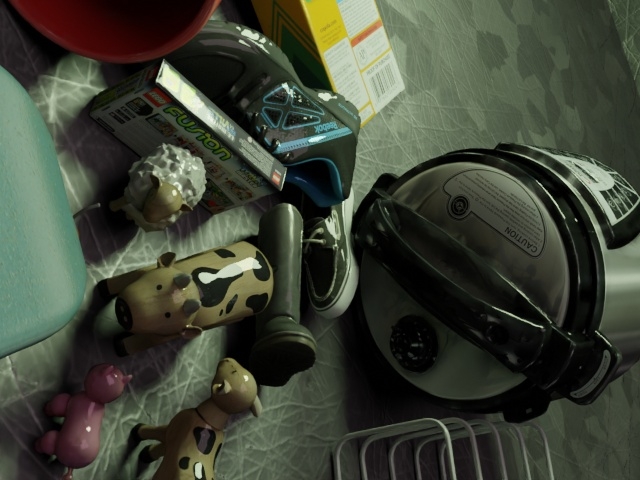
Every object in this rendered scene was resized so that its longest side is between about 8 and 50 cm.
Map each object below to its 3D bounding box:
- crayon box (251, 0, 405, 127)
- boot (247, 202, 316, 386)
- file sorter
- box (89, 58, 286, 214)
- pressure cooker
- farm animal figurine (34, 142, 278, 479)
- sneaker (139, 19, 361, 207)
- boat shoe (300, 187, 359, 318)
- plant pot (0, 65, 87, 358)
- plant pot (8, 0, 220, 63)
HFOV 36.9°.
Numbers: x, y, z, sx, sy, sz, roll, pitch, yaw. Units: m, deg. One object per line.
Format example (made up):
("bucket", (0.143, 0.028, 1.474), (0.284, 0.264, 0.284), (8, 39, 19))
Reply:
("crayon box", (0.001, -0.325, 1.375), (0.203, 0.083, 0.323), (-46, 122, -50))
("boot", (-0.042, 0.054, 1.137), (0.076, 0.189, 0.208), (17, 66, -15))
("file sorter", (0.171, 0.333, 1.271), (0.278, 0.193, 0.173), (15, 62, -49))
("box", (-0.148, -0.112, 1.101), (0.207, 0.114, 0.036), (41, 46, -36))
("pressure cooker", (0.258, 0.060, 1.346), (0.420, 0.370, 0.375), (2, 79, -51))
("farm animal figurine", (-0.147, 0.088, 0.970), (0.327, 0.172, 0.330), (-43, 110, -51))
("sneaker", (-0.073, -0.154, 1.183), (0.341, 0.125, 0.139), (23, 56, -37))
("boat shoe", (0.000, 0.000, 1.286), (0.070, 0.078, 0.219), (34, 43, -41))
("plant pot", (-0.322, -0.009, 0.741), (0.252, 0.248, 0.247), (-10, 84, -71))
("plant pot", (-0.190, -0.355, 1.045), (0.275, 0.275, 0.243), (60, 27, -16))
